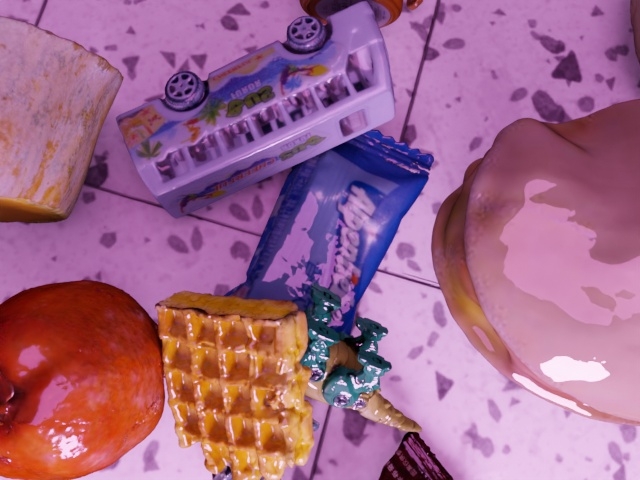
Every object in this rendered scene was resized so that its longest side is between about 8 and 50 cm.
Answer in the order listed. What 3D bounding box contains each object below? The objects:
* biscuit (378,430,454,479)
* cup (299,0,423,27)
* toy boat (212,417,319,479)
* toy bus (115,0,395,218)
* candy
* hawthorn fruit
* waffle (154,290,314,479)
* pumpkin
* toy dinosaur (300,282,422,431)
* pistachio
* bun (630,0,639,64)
[{"bbox_3d":[0.075,0.337,0.840,0.235,0.063,0.151,-36,77,-24],"label":"biscuit"},{"bbox_3d":[0.070,-0.414,0.992,0.226,0.182,0.264,11,83,-35],"label":"cup"},{"bbox_3d":[-0.060,0.249,0.874,0.140,0.059,0.066,-27,66,-8],"label":"toy boat"},{"bbox_3d":[-0.066,-0.153,0.904,0.329,0.109,0.136,-25,66,1],"label":"toy bus"},{"bbox_3d":[0.000,0.000,0.930,0.187,0.077,0.331,26,79,-6],"label":"candy"},{"bbox_3d":[-0.274,0.147,0.763,0.211,0.299,0.212,0,90,7],"label":"hawthorn fruit"},{"bbox_3d":[-0.083,0.163,0.792,0.160,0.055,0.211,2,107,28],"label":"waffle"},{"bbox_3d":[-0.386,-0.120,0.807,0.332,0.332,0.199,9,91,-3],"label":"pumpkin"},{"bbox_3d":[0.024,0.149,0.849,0.259,0.153,0.094,24,37,-15],"label":"toy dinosaur"},{"bbox_3d":[0.347,0.019,0.849,0.445,0.281,0.366,14,73,-6],"label":"pistachio"},{"bbox_3d":[0.570,-0.303,0.971,0.325,0.234,0.362,16,70,4],"label":"bun"}]
